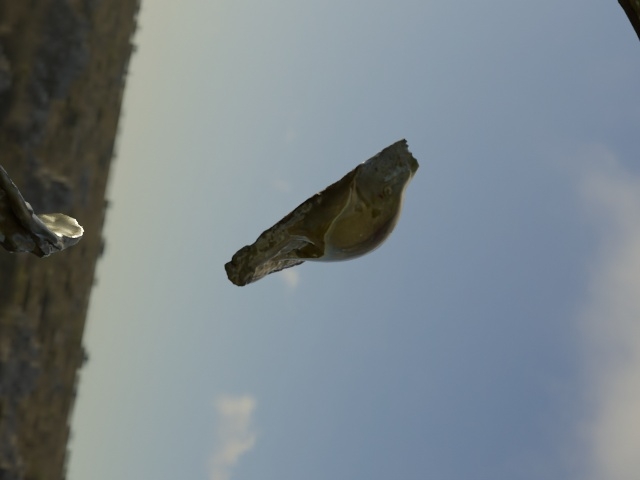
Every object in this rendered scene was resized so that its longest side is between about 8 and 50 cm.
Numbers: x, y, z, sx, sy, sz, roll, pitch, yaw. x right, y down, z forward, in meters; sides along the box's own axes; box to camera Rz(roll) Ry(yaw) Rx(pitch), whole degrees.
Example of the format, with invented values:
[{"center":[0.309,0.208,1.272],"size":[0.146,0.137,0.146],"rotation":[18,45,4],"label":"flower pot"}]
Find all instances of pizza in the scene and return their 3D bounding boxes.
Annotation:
[{"center":[0.008,-0.006,1.520],"size":[0.204,0.080,0.188],"rotation":[-30,173,-43],"label":"pizza"}]

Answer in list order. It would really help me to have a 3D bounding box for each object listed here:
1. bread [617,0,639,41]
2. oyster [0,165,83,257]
[{"center":[0.310,-0.205,1.169],"size":[0.174,0.133,0.252],"rotation":[59,9,-58],"label":"bread"},{"center":[-0.345,-0.056,1.045],"size":[0.238,0.351,0.115],"rotation":[150,-49,-64],"label":"oyster"}]
